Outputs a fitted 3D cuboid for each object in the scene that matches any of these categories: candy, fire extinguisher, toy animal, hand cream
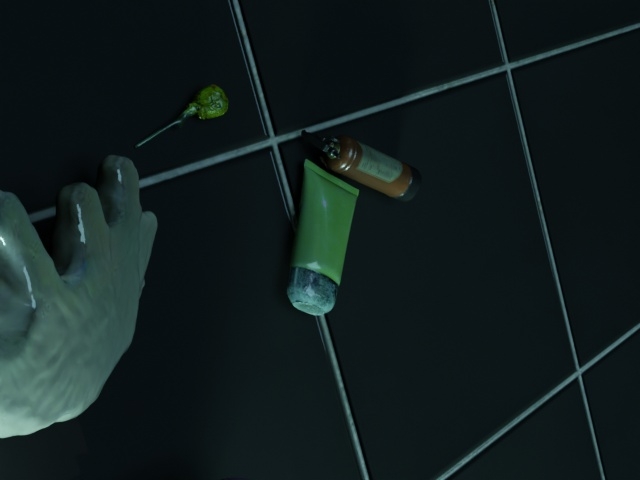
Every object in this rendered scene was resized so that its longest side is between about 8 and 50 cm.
[{"bbox_3d":[-0.148,-0.127,1.024,0.123,0.035,0.035,-38,107,-31],"label":"candy"},{"bbox_3d":[0.051,-0.096,1.192,0.177,0.062,0.050,21,108,-43],"label":"fire extinguisher"},{"bbox_3d":[-0.274,0.041,0.827,0.266,0.188,0.307,54,31,-48],"label":"toy animal"},{"bbox_3d":[0.000,0.000,1.142,0.095,0.046,0.175,27,61,-37],"label":"hand cream"}]

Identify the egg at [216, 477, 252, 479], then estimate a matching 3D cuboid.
[{"bbox_3d":[-0.122,0.344,0.898,0.196,0.196,0.271,60,32,-21],"label":"egg"}]
